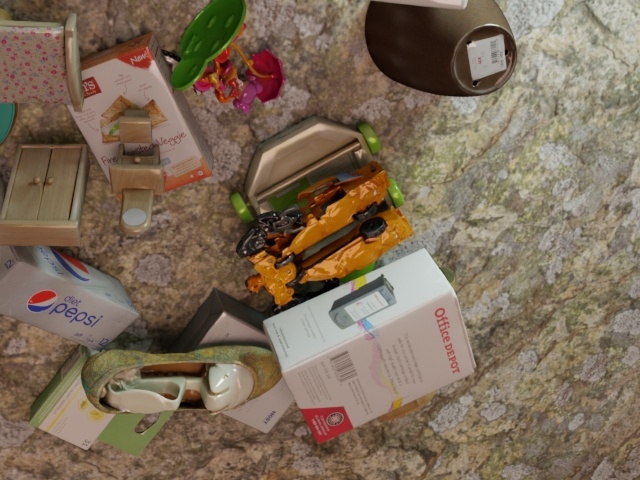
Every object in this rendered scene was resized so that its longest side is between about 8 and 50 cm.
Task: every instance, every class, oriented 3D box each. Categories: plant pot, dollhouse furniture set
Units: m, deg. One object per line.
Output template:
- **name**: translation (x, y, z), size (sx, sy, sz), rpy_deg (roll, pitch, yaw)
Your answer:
- **plant pot**: translation (0.208, -0.313, 1.452), size (0.215, 0.230, 0.215), rpy_deg (-8, 118, -15)
- **dollhouse furniture set**: translation (-0.369, -0.172, 1.237), size (0.303, 0.174, 0.356), rpy_deg (0, 137, -6)

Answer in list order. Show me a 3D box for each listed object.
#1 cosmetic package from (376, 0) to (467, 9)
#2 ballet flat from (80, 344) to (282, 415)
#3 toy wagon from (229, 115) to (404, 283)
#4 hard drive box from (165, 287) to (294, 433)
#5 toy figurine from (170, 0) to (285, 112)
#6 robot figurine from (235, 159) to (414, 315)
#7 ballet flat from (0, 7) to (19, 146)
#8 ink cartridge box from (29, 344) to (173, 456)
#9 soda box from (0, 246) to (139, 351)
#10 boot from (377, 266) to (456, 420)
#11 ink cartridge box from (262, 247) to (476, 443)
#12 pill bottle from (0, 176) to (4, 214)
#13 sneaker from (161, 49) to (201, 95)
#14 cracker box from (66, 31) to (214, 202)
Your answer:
- **cosmetic package**: translation (0.012, -0.432, 1.285), size (0.384, 0.217, 0.156), rpy_deg (4, 116, -1)
- **ballet flat**: translation (-0.221, 0.243, 1.556), size (0.348, 0.123, 0.123), rpy_deg (3, 115, -17)
- **toy wagon**: translation (0.011, -0.042, 1.620), size (0.267, 0.068, 0.344), rpy_deg (-29, 122, -3)
- **hard drive box**: translation (-0.143, 0.223, 1.690), size (0.232, 0.089, 0.181), rpy_deg (32, 103, -28)
- **toy figurine**: translation (-0.126, -0.258, 1.430), size (0.159, 0.130, 0.173), rpy_deg (39, 71, -40)
- **robot figurine**: translation (0.000, 0.000, 1.548), size (0.291, 0.085, 0.211), rpy_deg (-30, 122, -3)
- **ballet flat**: translation (-0.473, -0.232, 1.352), size (0.080, 0.073, 0.232), rpy_deg (8, 133, -21)
- **ink cartridge box**: translation (-0.375, 0.301, 1.674), size (0.235, 0.056, 0.171), rpy_deg (34, 101, -27)
- **soda box**: translation (-0.417, 0.079, 1.460), size (0.098, 0.091, 0.286), rpy_deg (-43, 146, 7)
- **boot**: translation (0.172, 0.196, 1.758), size (0.236, 0.089, 0.270), rpy_deg (-20, 124, 4)
- **ink cartridge box**: translation (0.085, 0.181, 1.574), size (0.306, 0.131, 0.226), rpy_deg (-25, 132, -5)
- **pill bottle**: translation (-0.587, -0.054, 1.382), size (0.214, 0.117, 0.117), rpy_deg (8, 113, -22)
- **sneaker**: translation (-0.220, -0.261, 1.446), size (0.109, 0.040, 0.044), rpy_deg (24, 109, -27)
- **cracker box**: translation (-0.281, -0.182, 1.430), size (0.155, 0.067, 0.232), rpy_deg (-19, 121, 9)
